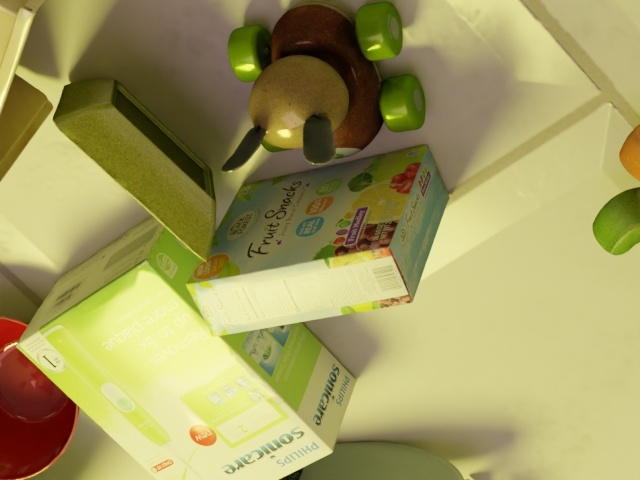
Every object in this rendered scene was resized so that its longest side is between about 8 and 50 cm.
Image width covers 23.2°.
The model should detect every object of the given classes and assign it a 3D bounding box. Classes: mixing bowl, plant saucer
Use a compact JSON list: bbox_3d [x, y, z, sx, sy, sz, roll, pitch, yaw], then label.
[{"bbox_3d":[-0.334,0.164,1.706,0.181,0.098,0.181,2,98,12],"label":"mixing bowl"},{"bbox_3d":[-0.162,-0.081,1.460,0.188,0.188,0.045,43,98,-15],"label":"plant saucer"}]

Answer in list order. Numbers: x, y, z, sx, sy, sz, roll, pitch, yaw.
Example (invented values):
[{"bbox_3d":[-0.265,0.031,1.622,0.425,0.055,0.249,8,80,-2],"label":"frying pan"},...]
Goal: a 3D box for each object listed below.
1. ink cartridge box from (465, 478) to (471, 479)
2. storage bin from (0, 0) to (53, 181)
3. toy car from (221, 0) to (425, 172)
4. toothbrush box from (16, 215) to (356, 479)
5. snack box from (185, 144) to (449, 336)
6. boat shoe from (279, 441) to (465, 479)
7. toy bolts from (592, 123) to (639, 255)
[{"bbox_3d":[0.194,0.358,1.695,0.181,0.104,0.061,43,125,-14],"label":"ink cartridge box"},{"bbox_3d":[-0.289,-0.182,1.356,0.123,0.260,0.262,26,128,-3],"label":"storage bin"},{"bbox_3d":[-0.011,-0.109,1.367,0.155,0.188,0.149,-7,122,22],"label":"toy car"},{"bbox_3d":[-0.136,0.128,1.623,0.206,0.122,0.283,-30,113,32],"label":"toothbrush box"},{"bbox_3d":[0.000,0.000,1.452,0.207,0.174,0.070,-13,119,24],"label":"snack box"},{"bbox_3d":[0.005,0.323,1.712,0.367,0.136,0.156,-6,123,25],"label":"boat shoe"},{"bbox_3d":[0.376,-0.020,1.320,0.228,0.218,0.158,9,123,-11],"label":"toy bolts"}]
